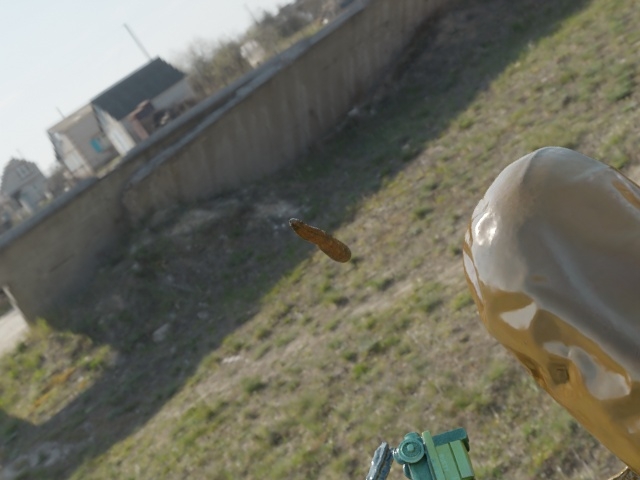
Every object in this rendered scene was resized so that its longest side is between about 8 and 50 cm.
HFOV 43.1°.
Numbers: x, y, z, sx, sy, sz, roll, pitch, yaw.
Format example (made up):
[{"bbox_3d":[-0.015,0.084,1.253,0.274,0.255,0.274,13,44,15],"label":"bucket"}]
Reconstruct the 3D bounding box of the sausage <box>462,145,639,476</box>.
[{"bbox_3d":[0.186,0.048,0.501,0.120,0.241,0.136,-26,-32,-26],"label":"sausage"}]

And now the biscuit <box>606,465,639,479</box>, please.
[{"bbox_3d":[0.636,0.508,1.587,0.221,0.142,0.029,-53,-22,25],"label":"biscuit"}]

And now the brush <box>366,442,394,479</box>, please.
[{"bbox_3d":[0.044,0.409,1.076,0.323,0.051,0.070,-62,4,-38],"label":"brush"}]

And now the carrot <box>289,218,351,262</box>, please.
[{"bbox_3d":[0.001,-0.001,1.382,0.035,0.165,0.036,-19,56,30],"label":"carrot"}]

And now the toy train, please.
[{"bbox_3d":[0.123,0.242,0.814,0.081,0.050,0.122,-18,44,5],"label":"toy train"}]
